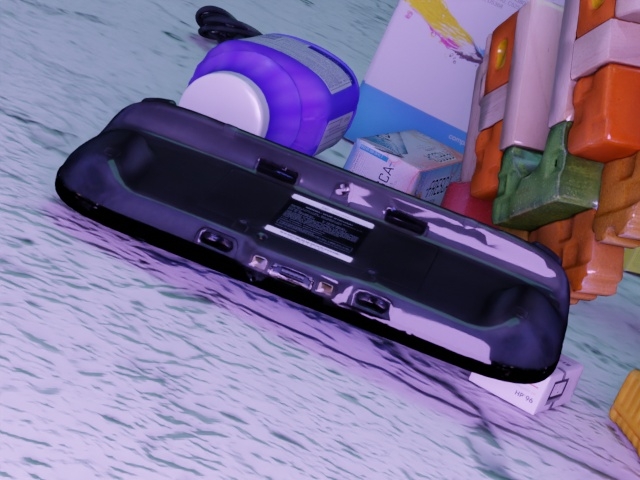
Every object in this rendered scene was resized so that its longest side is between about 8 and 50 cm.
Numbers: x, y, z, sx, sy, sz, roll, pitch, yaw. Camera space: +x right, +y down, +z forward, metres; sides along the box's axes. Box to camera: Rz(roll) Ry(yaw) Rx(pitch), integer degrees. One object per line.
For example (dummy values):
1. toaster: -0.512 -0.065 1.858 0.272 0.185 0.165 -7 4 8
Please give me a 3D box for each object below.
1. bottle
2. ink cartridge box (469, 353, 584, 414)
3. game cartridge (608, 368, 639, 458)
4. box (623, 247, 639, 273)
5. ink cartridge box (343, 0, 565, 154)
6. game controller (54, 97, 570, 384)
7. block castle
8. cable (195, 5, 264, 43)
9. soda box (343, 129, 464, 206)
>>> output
1. bottle: -0.046 -0.111 1.350 0.118 0.092 0.283 25 13 6
2. ink cartridge box: 0.125 0.083 1.031 0.048 0.028 0.083 27 13 24
3. game cartridge: 0.341 0.189 0.971 0.285 0.053 0.324 20 11 -15
4. box: 0.377 0.015 1.675 0.232 0.058 0.087 16 16 -34
5. ink cartridge box: 0.182 -0.188 1.659 0.197 0.270 0.198 28 14 14
6. game controller: 0.000 0.000 1.015 0.319 0.067 0.166 21 28 6
7. block castle: 0.279 -0.039 1.139 0.303 0.213 0.453 13 -12 -15
8. cable: -0.055 -0.209 1.815 0.184 0.047 0.150 32 15 33
9. soda box: 0.070 -0.053 1.402 0.063 0.058 0.183 27 13 13
